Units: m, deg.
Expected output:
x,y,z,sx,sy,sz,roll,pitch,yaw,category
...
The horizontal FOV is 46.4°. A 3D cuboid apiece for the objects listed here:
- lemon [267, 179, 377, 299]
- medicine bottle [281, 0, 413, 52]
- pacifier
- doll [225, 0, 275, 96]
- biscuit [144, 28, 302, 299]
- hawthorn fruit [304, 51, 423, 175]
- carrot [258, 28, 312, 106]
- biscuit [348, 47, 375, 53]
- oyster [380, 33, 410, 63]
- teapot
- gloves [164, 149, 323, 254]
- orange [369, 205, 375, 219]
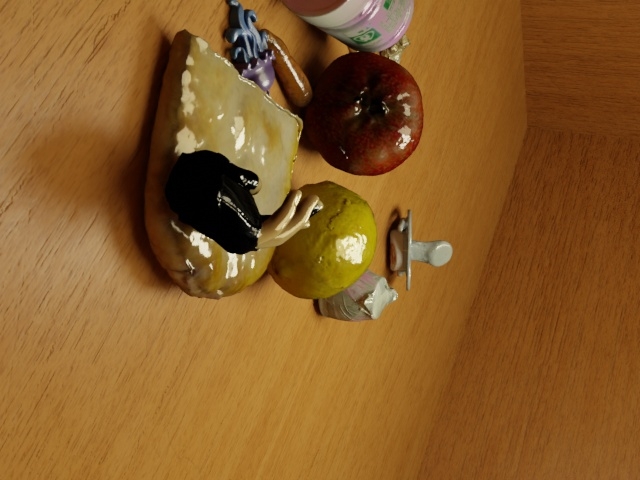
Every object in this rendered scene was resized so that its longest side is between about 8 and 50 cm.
x,y,z,sx,sy,sz,roll,pitch,yaw,category
-0.001,0.001,1.683,0.284,0.260,0.260,-25,122,-64,lemon
0.061,-0.547,1.633,0.325,0.212,0.212,2,98,-65,medicine bottle
0.336,0.027,2.489,0.227,0.207,0.279,-72,162,-61,pacifier
-0.136,-0.372,1.458,0.110,0.067,0.206,-40,125,-35,doll
-0.181,-0.109,1.418,0.429,0.104,0.446,15,84,-65,biscuit
0.115,-0.292,1.812,0.369,0.285,0.284,12,89,-76,hawthorn fruit
-0.074,-0.372,1.603,0.248,0.059,0.059,55,51,-55,carrot
0.112,-0.522,1.969,0.165,0.036,0.250,-64,152,-29,biscuit
0.224,-0.561,2.150,0.163,0.081,0.191,-50,147,-55,oyster
0.104,0.157,2.060,0.163,0.178,0.221,-70,155,-18,teapot
-0.123,-0.061,1.258,0.301,0.197,0.152,5,127,-39,gloves
0.091,-0.042,2.027,0.135,0.117,0.135,-13,90,-86,orange
